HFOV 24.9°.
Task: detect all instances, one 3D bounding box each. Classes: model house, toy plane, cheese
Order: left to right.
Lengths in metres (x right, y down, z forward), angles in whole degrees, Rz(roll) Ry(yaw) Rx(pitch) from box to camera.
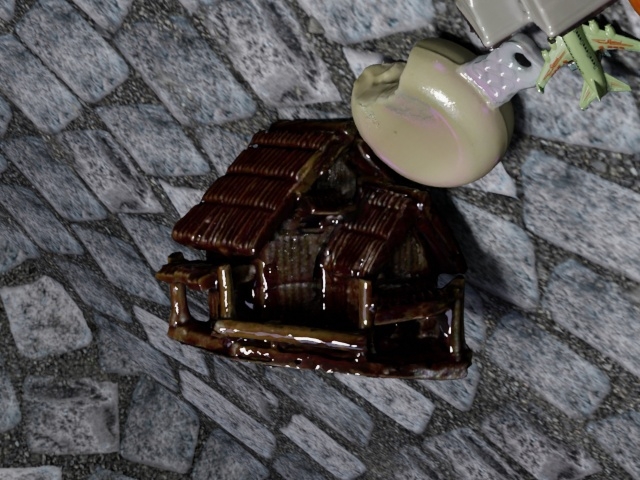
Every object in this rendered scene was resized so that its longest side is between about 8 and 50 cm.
[{"bbox_3d":[0.000,0.000,1.685,0.317,0.297,0.282,13,101,54],"label":"model house"},{"bbox_3d":[0.137,-0.142,1.434,0.163,0.082,0.286,43,153,-7],"label":"cheese"},{"bbox_3d":[0.230,-0.169,1.282,0.102,0.040,0.111,-21,108,25],"label":"toy plane"}]

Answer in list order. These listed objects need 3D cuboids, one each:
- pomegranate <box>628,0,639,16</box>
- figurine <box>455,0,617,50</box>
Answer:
[{"bbox_3d":[0.300,-0.229,0.871,0.252,0.229,0.270,46,145,7],"label":"pomegranate"},{"bbox_3d":[0.122,-0.288,1.122,0.308,0.143,0.308,7,137,6],"label":"figurine"}]
